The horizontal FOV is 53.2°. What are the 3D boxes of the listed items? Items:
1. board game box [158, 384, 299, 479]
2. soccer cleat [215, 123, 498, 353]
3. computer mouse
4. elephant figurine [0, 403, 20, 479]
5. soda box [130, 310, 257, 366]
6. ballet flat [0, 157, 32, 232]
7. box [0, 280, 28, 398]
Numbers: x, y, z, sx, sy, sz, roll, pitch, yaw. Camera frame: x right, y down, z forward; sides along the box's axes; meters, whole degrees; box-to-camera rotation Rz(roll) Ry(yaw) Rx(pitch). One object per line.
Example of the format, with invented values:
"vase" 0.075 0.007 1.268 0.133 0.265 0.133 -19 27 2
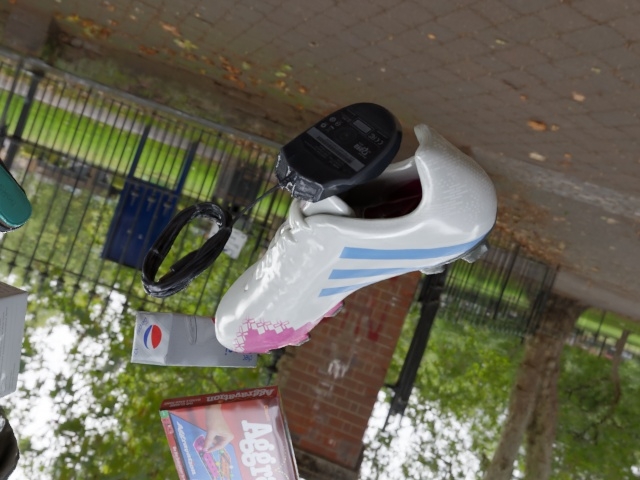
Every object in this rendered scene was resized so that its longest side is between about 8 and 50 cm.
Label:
"board game box" -0.098 0.314 0.811 0.145 0.281 0.027 -9 -158 3
"soccer cleat" 0.000 0.000 0.609 0.143 0.331 0.116 42 -149 -35
"computer mouse" -0.031 -0.030 0.493 0.071 0.242 0.041 45 160 30
"elephant figurine" -0.387 0.224 0.629 0.169 0.240 0.186 -11 -172 28
"soda box" -0.237 0.200 1.270 0.091 0.098 0.286 -1 169 29
"ballet flat" -0.377 -0.095 0.660 0.074 0.074 0.203 20 138 49
"box" -0.566 0.143 0.974 0.180 0.182 0.119 18 -165 17
